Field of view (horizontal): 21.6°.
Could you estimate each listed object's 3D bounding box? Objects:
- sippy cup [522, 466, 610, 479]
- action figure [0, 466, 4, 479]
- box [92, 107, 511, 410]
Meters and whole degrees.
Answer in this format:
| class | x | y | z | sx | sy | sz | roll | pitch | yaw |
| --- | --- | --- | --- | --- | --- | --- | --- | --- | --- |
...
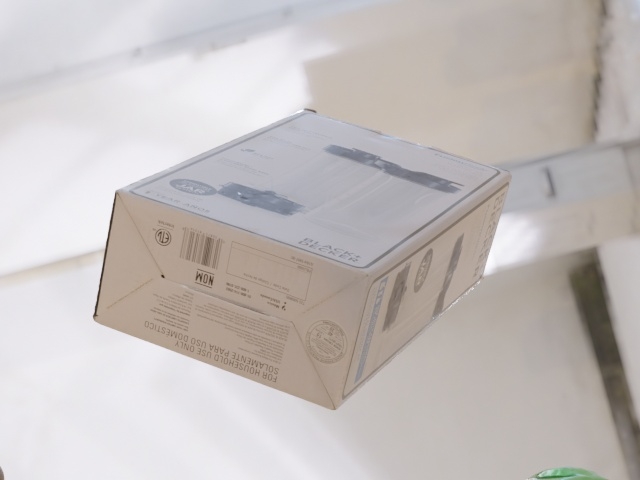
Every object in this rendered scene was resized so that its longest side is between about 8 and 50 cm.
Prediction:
| class | x | y | z | sx | sy | sz | roll | pitch | yaw |
| --- | --- | --- | --- | --- | --- | --- | --- | --- | --- |
| sippy cup | 0.029 | 0.224 | 0.711 | 0.305 | 0.224 | 0.240 | 25 | -119 | -48 |
| action figure | -0.349 | 0.228 | 1.092 | 0.341 | 0.330 | 0.178 | 63 | 156 | 19 |
| box | 0.000 | 0.000 | 1.083 | 0.290 | 0.169 | 0.087 | -35 | -40 | -64 |
